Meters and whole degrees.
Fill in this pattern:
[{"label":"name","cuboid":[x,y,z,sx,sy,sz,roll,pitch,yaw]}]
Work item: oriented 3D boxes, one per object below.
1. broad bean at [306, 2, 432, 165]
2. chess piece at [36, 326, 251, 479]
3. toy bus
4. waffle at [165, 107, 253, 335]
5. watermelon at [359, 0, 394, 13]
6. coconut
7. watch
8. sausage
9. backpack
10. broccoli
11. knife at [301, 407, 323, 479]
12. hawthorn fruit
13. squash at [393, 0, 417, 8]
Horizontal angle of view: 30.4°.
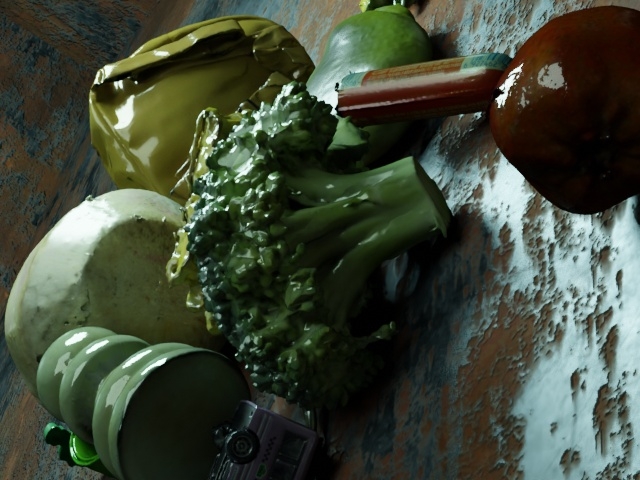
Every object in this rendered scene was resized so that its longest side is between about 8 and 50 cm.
[{"label":"broad bean","cuboid":[0.062,-0.219,1.676,0.238,0.119,0.291,-33,34,31]},{"label":"chess piece","cuboid":[-0.241,0.189,1.444,0.330,0.182,0.182,13,73,53]},{"label":"toy bus","cuboid":[-0.081,0.282,1.291,0.199,0.108,0.096,-69,15,-8]},{"label":"waffle","cuboid":[-0.102,-0.023,1.553,0.065,0.310,0.283,-12,17,46]},{"label":"watermelon","cuboid":[0.103,-0.405,1.909,0.105,0.062,0.106,-161,90,-81]},{"label":"coconut","cuboid":[-0.302,0.104,1.752,0.352,0.352,0.353,-47,24,28]},{"label":"watch","cuboid":[-0.341,0.317,1.878,0.165,0.131,0.152,-54,39,0]},{"label":"sausage","cuboid":[0.140,-0.184,1.437,0.263,0.083,0.083,-2,56,39]},{"label":"backpack","cuboid":[-0.172,-0.186,1.901,0.378,0.354,0.201,-27,-17,-7]},{"label":"broccoli","cuboid":[-0.022,-0.003,1.384,0.317,0.277,0.338,-41,28,-9]},{"label":"knife","cuboid":[-0.010,0.256,1.323,0.045,0.021,0.222,-48,27,28]},{"label":"hawthorn fruit","cuboid":[0.249,-0.132,1.062,0.185,0.185,0.202,-38,25,42]},{"label":"squash","cuboid":[0.142,-0.420,1.839,0.105,0.105,0.132,-154,78,-69]}]
